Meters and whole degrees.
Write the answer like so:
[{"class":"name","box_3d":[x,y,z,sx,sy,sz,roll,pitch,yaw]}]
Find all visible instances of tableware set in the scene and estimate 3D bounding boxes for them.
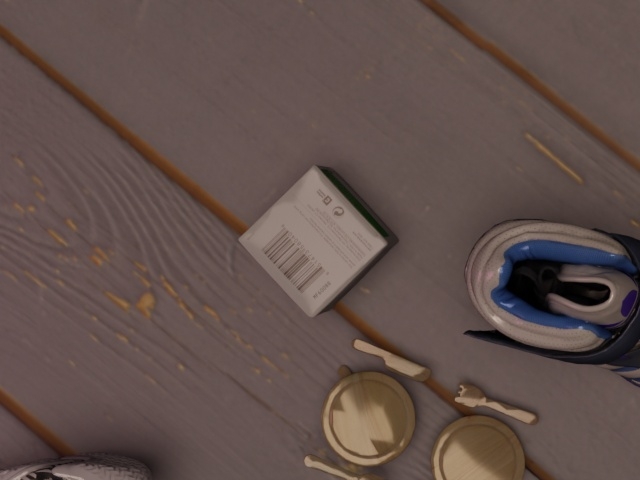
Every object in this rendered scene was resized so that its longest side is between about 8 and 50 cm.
[{"class":"tableware set","box_3d":[0.094,0.186,1.431,0.194,0.039,0.128,22,83,3]}]

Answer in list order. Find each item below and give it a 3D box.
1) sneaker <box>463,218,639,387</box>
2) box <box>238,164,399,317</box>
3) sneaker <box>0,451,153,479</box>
[{"class":"sneaker","box_3d":[0.275,0.069,1.292,0.323,0.236,0.130,19,95,10]},{"class":"box","box_3d":[0.000,0.000,1.416,0.102,0.087,0.101,-44,84,8]},{"class":"sneaker","box_3d":[-0.309,0.322,1.440,0.366,0.137,0.210,-14,85,15]}]
